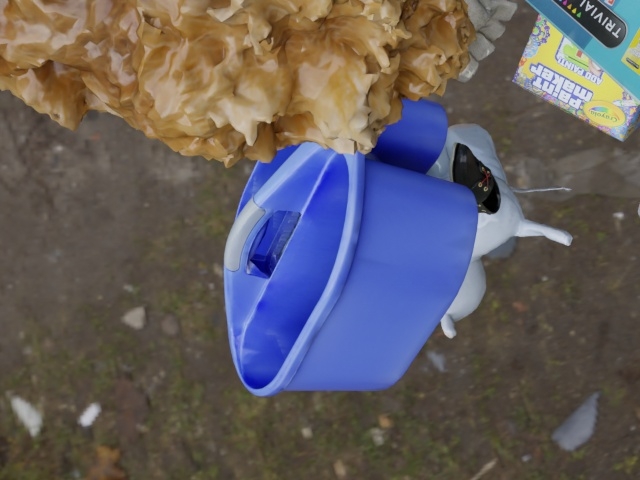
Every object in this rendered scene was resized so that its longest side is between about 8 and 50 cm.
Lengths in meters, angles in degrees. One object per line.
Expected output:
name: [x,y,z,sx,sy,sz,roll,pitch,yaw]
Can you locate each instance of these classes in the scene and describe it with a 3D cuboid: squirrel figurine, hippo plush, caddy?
squirrel figurine: [-0.028,-0.215,0.504,0.281,0.370,0.397,156,118,-75]
hippo plush: [0.178,-0.014,1.734,0.294,0.234,0.236,12,130,1]
caddy: [0.000,0.000,1.171,0.341,0.179,0.241,118,149,-42]

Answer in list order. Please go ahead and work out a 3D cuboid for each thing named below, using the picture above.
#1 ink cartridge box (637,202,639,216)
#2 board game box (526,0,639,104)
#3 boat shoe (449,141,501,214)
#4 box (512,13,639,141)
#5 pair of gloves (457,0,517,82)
ink cartridge box: [0.513,-0.059,1.678,0.150,0.109,0.063,-25,72,3]
board game box: [0.318,-0.208,1.203,0.079,0.253,0.336,-56,46,22]
boat shoe: [0.165,-0.067,1.318,0.042,0.133,0.049,8,70,22]
box: [0.434,-0.332,1.642,0.177,0.290,0.279,32,130,18]
pair of gloves: [0.048,-0.177,1.181,0.240,0.204,0.042,-48,34,40]
